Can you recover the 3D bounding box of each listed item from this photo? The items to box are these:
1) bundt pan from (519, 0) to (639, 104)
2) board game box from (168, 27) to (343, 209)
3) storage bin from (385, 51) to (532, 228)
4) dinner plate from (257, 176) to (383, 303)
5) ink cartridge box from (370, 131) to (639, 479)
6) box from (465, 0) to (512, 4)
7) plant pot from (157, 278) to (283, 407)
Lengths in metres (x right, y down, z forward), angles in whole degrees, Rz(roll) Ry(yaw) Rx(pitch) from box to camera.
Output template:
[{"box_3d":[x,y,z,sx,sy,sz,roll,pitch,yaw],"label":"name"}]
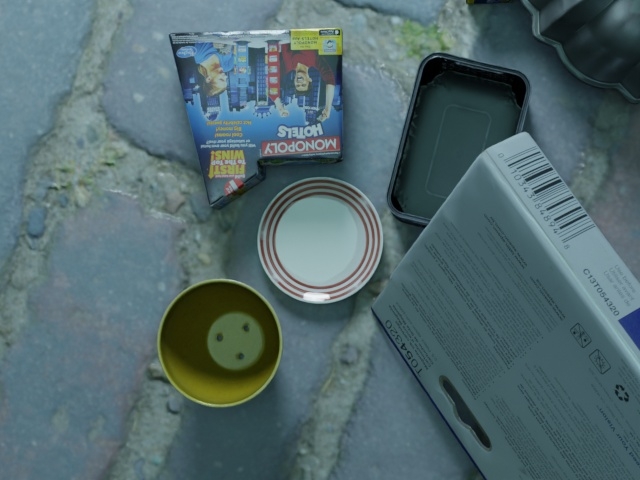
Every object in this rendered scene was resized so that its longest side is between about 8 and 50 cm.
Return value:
[{"box_3d":[0.365,-0.310,1.189,0.330,0.124,0.331,0,86,-3],"label":"bundt pan"},{"box_3d":[-0.069,-0.132,1.291,0.194,0.060,0.194,0,88,7],"label":"board game box"},{"box_3d":[0.148,-0.099,1.251,0.122,0.084,0.180,14,88,8],"label":"storage bin"},{"box_3d":[0.000,0.000,1.297,0.141,0.017,0.141,0,86,6],"label":"dinner plate"},{"box_3d":[0.206,0.113,1.126,0.071,0.330,0.324,-26,73,-26],"label":"ink cartridge box"},{"box_3d":[0.183,-0.347,1.273,0.054,0.059,0.169,-2,86,7],"label":"box"},{"box_3d":[-0.099,0.109,1.263,0.134,0.095,0.134,0,87,7],"label":"plant pot"}]
